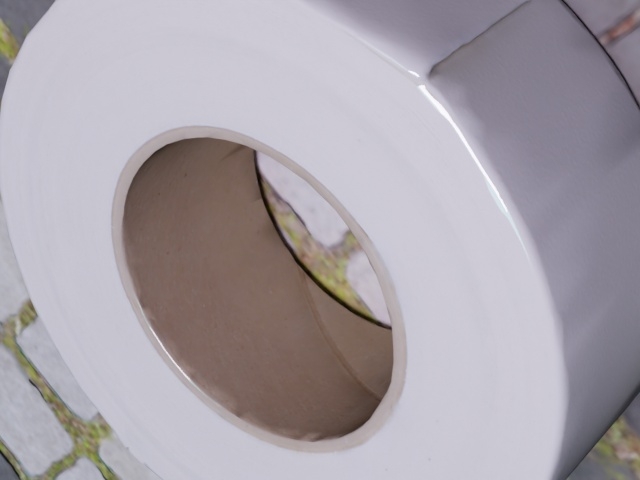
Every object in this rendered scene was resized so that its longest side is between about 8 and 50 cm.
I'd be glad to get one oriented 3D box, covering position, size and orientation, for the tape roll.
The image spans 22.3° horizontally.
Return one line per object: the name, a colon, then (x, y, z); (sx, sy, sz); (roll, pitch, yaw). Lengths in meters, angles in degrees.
tape roll: (0.000, 0.000, 0.679); (0.286, 0.100, 0.286); (22, 129, 29)
